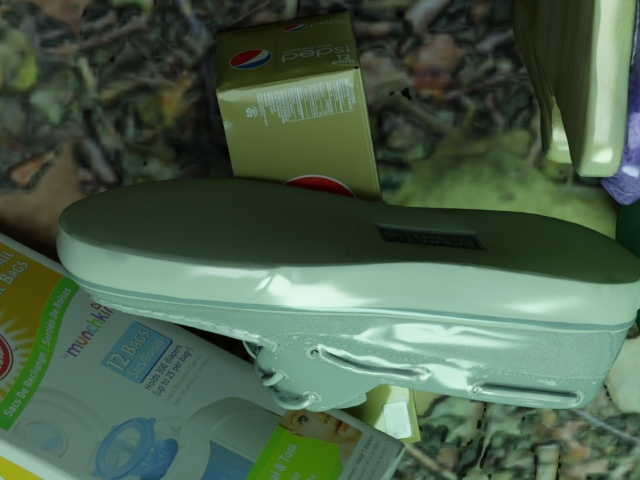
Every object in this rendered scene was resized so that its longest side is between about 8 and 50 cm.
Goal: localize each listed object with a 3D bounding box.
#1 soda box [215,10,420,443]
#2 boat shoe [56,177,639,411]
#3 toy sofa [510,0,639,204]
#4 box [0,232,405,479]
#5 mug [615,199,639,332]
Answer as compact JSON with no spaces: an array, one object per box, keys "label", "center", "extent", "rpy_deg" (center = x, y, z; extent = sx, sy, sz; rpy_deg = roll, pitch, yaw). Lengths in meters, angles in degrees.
[{"label":"soda box","center":[0.000,0.000,0.762],"extent":[0.058,0.061,0.181],"rpy_deg":[-9,119,1]},{"label":"boat shoe","center":[0.011,0.030,0.697],"extent":[0.228,0.079,0.081],"rpy_deg":[6,114,-11]},{"label":"toy sofa","center":[0.162,-0.195,0.601],"extent":[0.150,0.177,0.362],"rpy_deg":[1,118,-4]},{"label":"box","center":[-0.088,0.101,0.742],"extent":[0.203,0.114,0.103],"rpy_deg":[28,126,5]},{"label":"mug","center":[0.179,0.010,0.760],"extent":[0.158,0.097,0.129],"rpy_deg":[-41,114,18]}]
